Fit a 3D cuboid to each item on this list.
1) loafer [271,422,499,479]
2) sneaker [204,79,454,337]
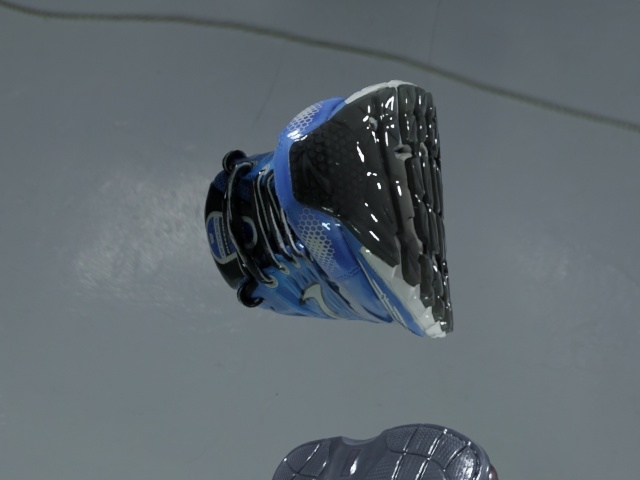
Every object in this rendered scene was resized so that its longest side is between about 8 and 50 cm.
[{"bbox_3d":[0.074,0.254,1.042,0.095,0.302,0.109,47,55,-23],"label":"loafer"},{"bbox_3d":[0.000,0.000,0.597,0.147,0.330,0.130,-4,80,4],"label":"sneaker"}]
